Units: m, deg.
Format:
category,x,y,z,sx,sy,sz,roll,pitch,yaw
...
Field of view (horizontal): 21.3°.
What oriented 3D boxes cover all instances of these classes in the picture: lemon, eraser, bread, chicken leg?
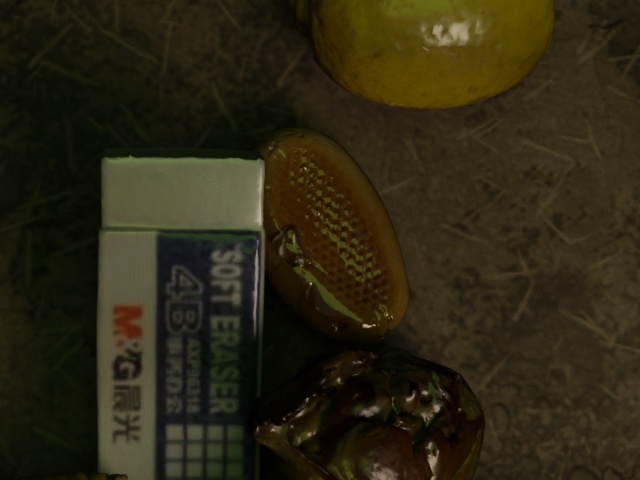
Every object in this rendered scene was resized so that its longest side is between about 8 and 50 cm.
category,x,y,z,sx,sy,sz,roll,pitch,yaw
lemon,0.079,-0.184,1.338,0.207,0.170,0.170,-5,81,-5
eraser,-0.104,0.071,1.276,0.124,0.081,0.279,1,99,-4
bread,0.000,0.000,1.342,0.114,0.077,0.189,-22,82,-27
chicken leg,-0.016,0.197,1.197,0.361,0.140,0.211,-35,126,-31

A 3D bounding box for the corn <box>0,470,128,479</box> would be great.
category,x,y,z,sx,sy,sz,roll,pitch,yaw
corn,-0.291,0.240,1.216,0.344,0.131,0.131,-10,81,8
